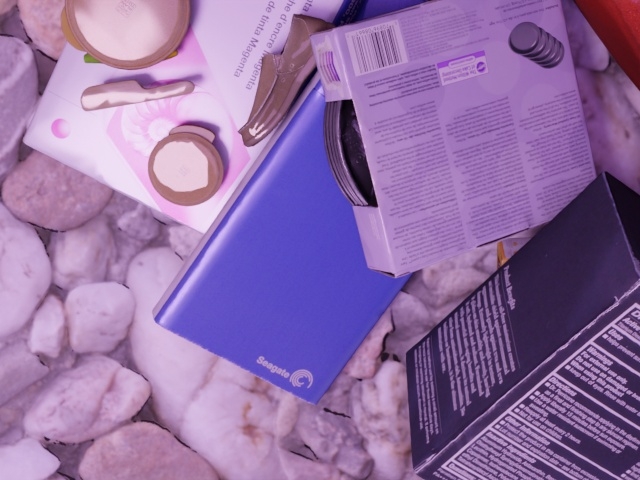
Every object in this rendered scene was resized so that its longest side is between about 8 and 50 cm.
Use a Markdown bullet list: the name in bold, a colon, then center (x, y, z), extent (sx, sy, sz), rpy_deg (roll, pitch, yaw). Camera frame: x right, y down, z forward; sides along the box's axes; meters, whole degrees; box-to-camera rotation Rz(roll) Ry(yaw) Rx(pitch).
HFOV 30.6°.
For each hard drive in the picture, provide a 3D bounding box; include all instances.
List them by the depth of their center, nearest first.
- **hard drive**: center (0.000, 0.000, 1.220), extent (0.210, 0.040, 0.318), rpy_deg (31, 102, -24)

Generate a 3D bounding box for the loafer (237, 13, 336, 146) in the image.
- **loafer**: center (-0.041, -0.160, 1.152), extent (0.050, 0.056, 0.148), rpy_deg (34, 91, -7)

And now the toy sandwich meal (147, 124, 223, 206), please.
- **toy sandwich meal**: center (-0.136, -0.077, 1.187), extent (0.086, 0.029, 0.085), rpy_deg (1, 108, 3)

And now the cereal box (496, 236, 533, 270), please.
- **cereal box**: center (0.305, 0.072, 1.220), extent (0.240, 0.047, 0.173), rpy_deg (-2, 124, 3)

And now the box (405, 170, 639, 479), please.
- **box**: center (0.289, 0.143, 1.128), extent (0.296, 0.182, 0.294), rpy_deg (32, 121, -21)

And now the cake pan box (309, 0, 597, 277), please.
- **cake pan box**: center (0.135, -0.116, 1.153), extent (0.267, 0.070, 0.245), rpy_deg (-20, 100, -21)

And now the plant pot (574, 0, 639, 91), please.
- **plant pot**: center (0.401, -0.211, 1.087), extent (0.267, 0.267, 0.235), rpy_deg (-27, 111, 9)

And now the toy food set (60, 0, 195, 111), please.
- **toy food set**: center (-0.192, -0.230, 1.147), extent (0.132, 0.038, 0.192), rpy_deg (-7, 106, 3)

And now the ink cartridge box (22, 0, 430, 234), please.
- **ink cartridge box**: center (-0.093, -0.172, 1.211), extent (0.330, 0.071, 0.324), rpy_deg (26, 102, -1)
